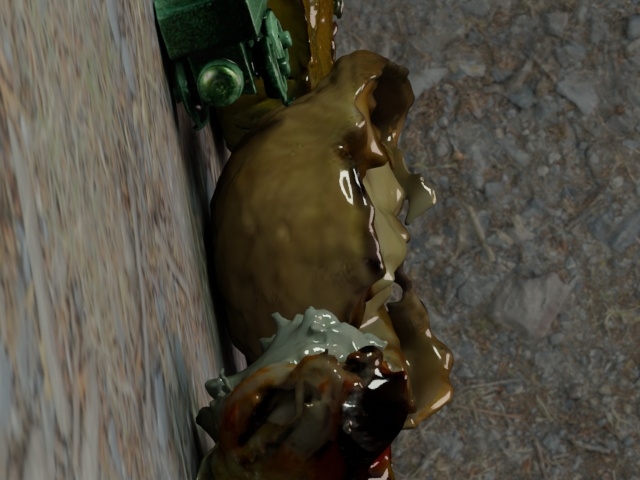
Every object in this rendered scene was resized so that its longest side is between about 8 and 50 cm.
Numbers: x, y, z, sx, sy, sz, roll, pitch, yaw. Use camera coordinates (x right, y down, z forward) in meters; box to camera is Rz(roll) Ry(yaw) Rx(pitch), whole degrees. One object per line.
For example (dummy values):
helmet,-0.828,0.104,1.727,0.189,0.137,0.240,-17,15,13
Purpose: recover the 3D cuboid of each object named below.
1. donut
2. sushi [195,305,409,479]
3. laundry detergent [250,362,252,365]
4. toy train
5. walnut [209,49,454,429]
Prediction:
donut,-0.044,-0.180,1.309,0.272,0.107,0.272,-7,90,-83
sushi,-0.014,0.106,0.870,0.226,0.097,0.103,102,-9,-49
laundry detergent,-0.027,0.042,1.350,0.211,0.063,0.137,-101,-176,-61
toy train,-0.058,-0.127,1.050,0.172,0.070,0.099,-89,163,-74
walnut,-0.002,0.005,1.094,0.204,0.141,0.238,-24,108,-77
